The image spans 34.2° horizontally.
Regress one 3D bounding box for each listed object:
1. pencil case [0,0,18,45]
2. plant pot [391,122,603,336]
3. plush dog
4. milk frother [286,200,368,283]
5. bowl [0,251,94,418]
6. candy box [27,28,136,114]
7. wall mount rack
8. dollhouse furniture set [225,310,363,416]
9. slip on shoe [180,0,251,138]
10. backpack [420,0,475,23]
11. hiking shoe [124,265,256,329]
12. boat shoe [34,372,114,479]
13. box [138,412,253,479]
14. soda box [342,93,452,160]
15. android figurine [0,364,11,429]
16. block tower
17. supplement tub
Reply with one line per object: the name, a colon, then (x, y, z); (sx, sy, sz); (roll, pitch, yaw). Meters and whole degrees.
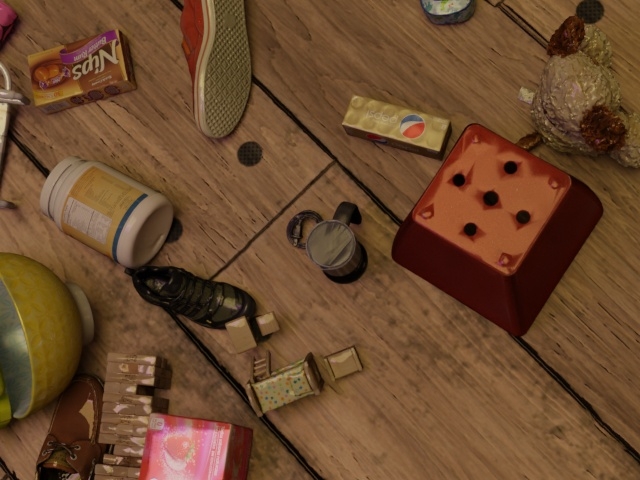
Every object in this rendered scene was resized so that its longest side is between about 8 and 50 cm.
pencil case: (-0.676, -0.378, 1.996); (0.098, 0.095, 0.209); (34, 83, 16)
plant pot: (0.276, -0.037, 1.656); (0.267, 0.236, 0.267); (32, 86, 16)
plush dog: (0.409, -0.227, 1.677); (0.211, 0.225, 0.262); (-24, 74, 5)
milk frother: (0.000, 0.000, 1.754); (0.143, 0.135, 0.129); (-1, 77, 11)
bowl: (-0.483, 0.146, 1.786); (0.156, 0.289, 0.289); (-15, 70, -35)
candy box: (-0.448, -0.316, 1.956); (0.187, 0.053, 0.109); (-14, 75, 9)
wall mount rack: (-0.699, -0.183, 1.896); (0.304, 0.130, 0.349); (8, 89, -2)
dollhouse furniture set: (-0.046, 0.178, 1.717); (0.182, 0.101, 0.160); (-23, 92, 6)
slip on shoe: (-0.199, -0.344, 1.895); (0.101, 0.123, 0.331); (-10, 79, 42)
backpack: (0.222, -0.446, 1.838); (0.105, 0.084, 0.114); (-6, 79, 12)
hiking shoe: (-0.225, 0.096, 1.786); (0.227, 0.114, 0.086); (12, 80, 13)
boat shoe: (-0.422, 0.375, 1.767); (0.111, 0.104, 0.307); (1, 78, 11)
box: (-0.212, 0.440, 1.688); (0.142, 0.154, 0.299); (6, 77, 12)
soda box: (0.133, -0.197, 1.813); (0.181, 0.058, 0.061); (18, 82, 14)
android figurine: (-0.598, 0.220, 1.790); (0.056, 0.248, 0.272); (-14, 100, -34)
block tower: (-0.320, 0.363, 1.758); (0.097, 0.091, 0.335); (3, 79, 12)
supplement tub: (-0.376, -0.053, 1.835); (0.200, 0.144, 0.144); (27, 84, 16)
